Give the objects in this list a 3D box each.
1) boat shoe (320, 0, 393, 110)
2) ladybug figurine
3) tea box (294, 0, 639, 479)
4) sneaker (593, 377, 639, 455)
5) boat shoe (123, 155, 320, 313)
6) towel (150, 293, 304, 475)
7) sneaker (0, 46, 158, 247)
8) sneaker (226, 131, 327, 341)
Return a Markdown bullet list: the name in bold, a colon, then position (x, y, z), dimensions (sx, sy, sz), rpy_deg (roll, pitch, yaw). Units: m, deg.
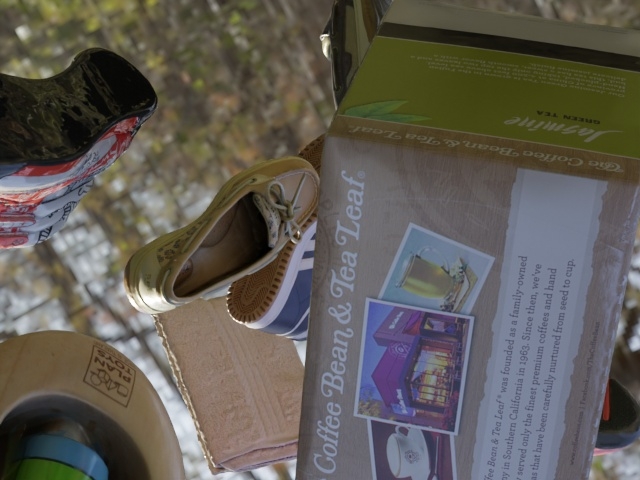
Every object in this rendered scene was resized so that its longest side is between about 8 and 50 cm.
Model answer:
- **boat shoe**: position (0.034, -0.194, 1.503), dimensions (0.073, 0.080, 0.224), rpy_deg (-28, -139, 21)
- **ladybug figurine**: position (-0.289, 0.287, 1.562), dimensions (0.162, 0.305, 0.449), rpy_deg (-38, -155, 41)
- **tea box**: position (0.120, 0.023, 1.223), dimensions (0.219, 0.329, 0.323), rpy_deg (9, -152, 8)
- **sneaker**: position (0.197, 0.204, 1.709), dimensions (0.313, 0.136, 0.116), rpy_deg (0, -140, 21)
- **boat shoe**: position (-0.091, -0.003, 1.791), dimensions (0.285, 0.105, 0.089), rpy_deg (-39, -156, -31)
- **towel**: position (-0.115, 0.196, 2.259), dimensions (0.187, 0.282, 0.049), rpy_deg (-10, 150, -28)
- **sneaker**: position (-0.217, -0.044, 1.065), dimensions (0.145, 0.090, 0.270), rpy_deg (-47, 175, 24)
- **sneaker**: position (0.000, 0.000, 2.026), dimensions (0.099, 0.153, 0.282), rpy_deg (29, -92, 39)
